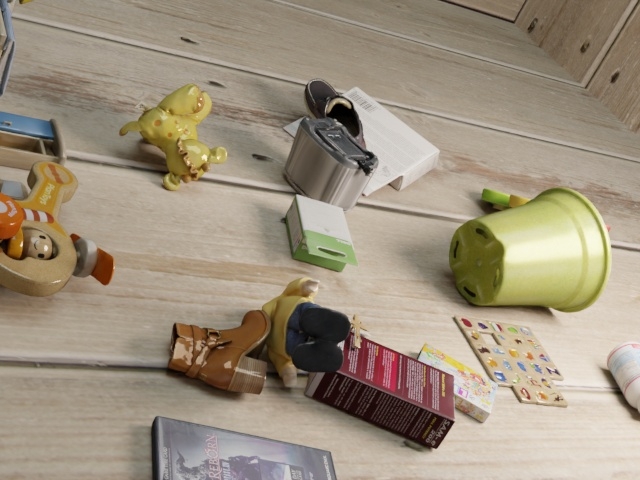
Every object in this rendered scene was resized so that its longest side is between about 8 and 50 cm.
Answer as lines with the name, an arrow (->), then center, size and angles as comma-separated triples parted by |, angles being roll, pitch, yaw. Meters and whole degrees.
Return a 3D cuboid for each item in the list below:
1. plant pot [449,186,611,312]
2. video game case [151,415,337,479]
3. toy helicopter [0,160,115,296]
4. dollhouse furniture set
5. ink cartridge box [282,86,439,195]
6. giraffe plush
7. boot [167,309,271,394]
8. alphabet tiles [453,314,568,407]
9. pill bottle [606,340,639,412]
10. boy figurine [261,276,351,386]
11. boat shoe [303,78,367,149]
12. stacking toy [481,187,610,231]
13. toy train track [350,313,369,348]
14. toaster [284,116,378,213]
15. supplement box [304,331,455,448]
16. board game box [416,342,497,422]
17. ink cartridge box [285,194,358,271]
plant pot -> 0.424, 0.033, 2.145 | 0.254, 0.276, 0.276 | -6, 41, -30
video game case -> -0.096, 0.341, 1.386 | 0.274, 0.026, 0.196 | 17, 29, -21
toy helicopter -> -0.432, -0.026, 1.596 | 0.235, 0.140, 0.355 | 23, 27, -15
dollhouse furniture set -> -0.505, -0.258, 1.739 | 0.198, 0.303, 0.286 | 8, 33, -31
ink cartridge box -> 0.096, -0.228, 2.472 | 0.261, 0.066, 0.296 | -33, 61, -30
giraffe plush -> -0.274, -0.195, 2.014 | 0.170, 0.181, 0.210 | 56, 22, 7
boot -> -0.160, 0.155, 1.596 | 0.152, 0.073, 0.197 | 17, 27, -11
alphabet tiles -> 0.390, 0.239, 2.000 | 0.198, 0.009, 0.237 | 11, 32, -29
pill bottle -> 0.653, 0.287, 2.064 | 0.087, 0.087, 0.160 | 16, 30, -21
boy figurine -> -0.036, 0.146, 1.633 | 0.092, 0.177, 0.285 | 11, 0, -13
boat shoe -> 0.040, -0.304, 2.424 | 0.103, 0.092, 0.285 | -12, 51, -16
stacking toy -> 0.540, -0.025, 2.529 | 0.309, 0.130, 0.279 | 16, 4, -27
toy train track -> 0.058, 0.155, 1.694 | 0.048, 0.014, 0.083 | 27, 30, -16
toaster -> 0.024, -0.157, 2.198 | 0.129, 0.146, 0.227 | -7, 42, -46
supplement box -> 0.102, 0.239, 1.677 | 0.239, 0.073, 0.130 | 23, 28, -5
board game box -> 0.240, 0.255, 1.821 | 0.154, 0.026, 0.103 | 29, 28, 4
ink cartridge box -> 0.000, 0.000, 2.003 | 0.109, 0.062, 0.209 | 16, 30, -20
